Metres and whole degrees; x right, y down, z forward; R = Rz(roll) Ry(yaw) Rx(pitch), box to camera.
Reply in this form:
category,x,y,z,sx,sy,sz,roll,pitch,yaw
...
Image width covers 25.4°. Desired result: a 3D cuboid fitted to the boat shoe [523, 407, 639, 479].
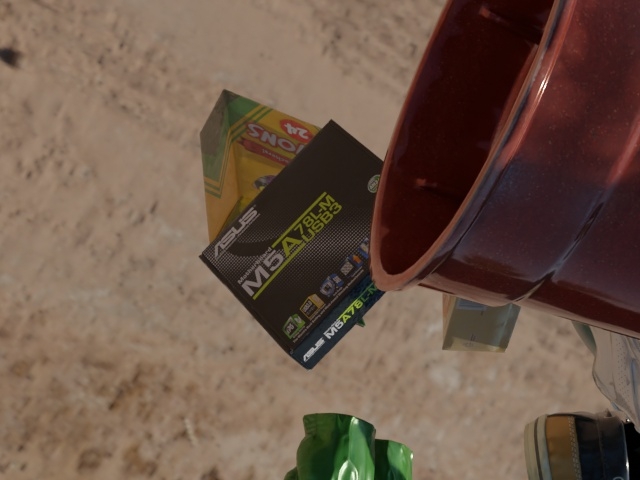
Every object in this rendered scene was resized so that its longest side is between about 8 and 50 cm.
category,x,y,z,sx,sy,sz,roll,pitch,yaw
boat shoe,0.438,0.356,2.146,0.500,0.156,0.187,39,42,-62

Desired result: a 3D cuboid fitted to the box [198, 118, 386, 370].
category,x,y,z,sx,sy,sz,roll,pitch,yaw
box,0.000,0.000,1.332,0.191,0.184,0.045,-46,136,0

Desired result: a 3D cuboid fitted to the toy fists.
category,x,y,z,sx,sy,sz,roll,pitch,yaw
toy fists,0.035,0.301,1.692,0.279,0.096,0.142,44,47,-62

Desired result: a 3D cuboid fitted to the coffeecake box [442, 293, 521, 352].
category,x,y,z,sx,sy,sz,roll,pitch,yaw
coffeecake box,0.160,-0.003,1.415,0.142,0.068,0.185,94,-1,-59

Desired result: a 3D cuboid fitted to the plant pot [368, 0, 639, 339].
category,x,y,z,sx,sy,sz,roll,pitch,yaw
plant pot,0.203,-0.051,0.842,0.265,0.272,0.272,21,95,-10

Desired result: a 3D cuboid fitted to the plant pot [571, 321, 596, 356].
category,x,y,z,sx,sy,sz,roll,pitch,yaw
plant pot,0.368,0.050,1.404,0.293,0.293,0.196,-35,135,-34

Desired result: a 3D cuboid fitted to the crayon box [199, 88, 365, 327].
category,x,y,z,sx,sy,sz,roll,pitch,yaw
crayon box,-0.033,-0.045,1.711,0.202,0.318,0.081,20,119,-21

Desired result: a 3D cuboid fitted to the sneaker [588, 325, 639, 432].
category,x,y,z,sx,sy,sz,roll,pitch,yaw
sneaker,0.291,0.133,1.208,0.090,0.115,0.232,-19,89,-29
